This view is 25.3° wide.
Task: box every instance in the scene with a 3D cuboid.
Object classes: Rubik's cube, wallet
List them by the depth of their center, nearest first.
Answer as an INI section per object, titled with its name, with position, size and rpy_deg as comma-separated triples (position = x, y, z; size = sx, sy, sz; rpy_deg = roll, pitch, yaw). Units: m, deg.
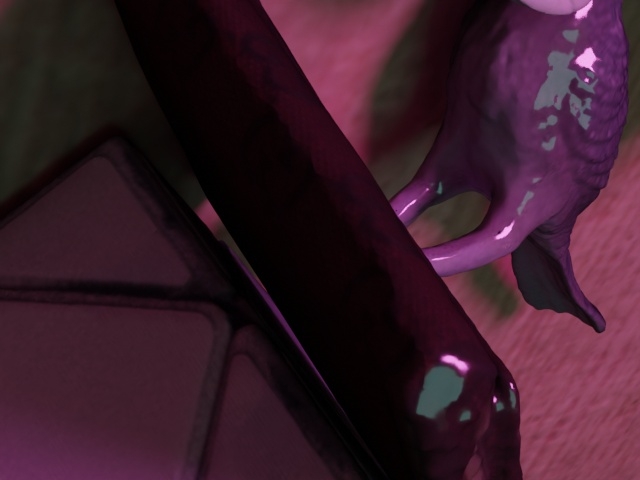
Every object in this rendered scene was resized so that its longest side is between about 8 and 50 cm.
[wallet]
position = 0.000, 0.000, 0.476
size = 0.049, 0.229, 0.182
rpy_deg = -28, 146, -7
[Rubik's cube]
position = -0.075, 0.122, 0.577
size = 0.205, 0.207, 0.205
rpy_deg = -36, 147, 1

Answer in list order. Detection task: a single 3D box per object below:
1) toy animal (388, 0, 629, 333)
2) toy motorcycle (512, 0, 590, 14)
[toy animal]
position = 0.084, -0.035, 0.639
size = 0.206, 0.081, 0.367
rpy_deg = -35, 145, -30
[toy motorcycle]
position = 0.070, -0.154, 0.481
size = 0.151, 0.074, 0.229
rpy_deg = -36, 132, -1
